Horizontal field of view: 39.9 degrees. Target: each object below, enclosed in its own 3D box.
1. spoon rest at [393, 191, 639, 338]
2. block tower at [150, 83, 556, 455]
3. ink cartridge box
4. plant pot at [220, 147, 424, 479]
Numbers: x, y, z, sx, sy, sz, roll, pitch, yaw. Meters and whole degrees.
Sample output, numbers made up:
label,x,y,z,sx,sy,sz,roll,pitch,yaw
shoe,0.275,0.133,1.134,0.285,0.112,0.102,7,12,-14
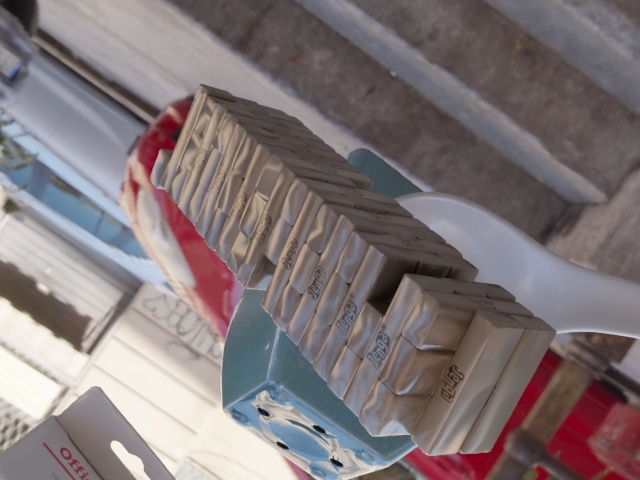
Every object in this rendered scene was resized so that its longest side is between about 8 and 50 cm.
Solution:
label,x,y,z,sx,sy,sz,roll,pitch,yaw
spoon rest,0.148,0.039,0.675,0.276,0.137,0.084,9,171,15
block tower,0.000,0.000,0.604,0.091,0.097,0.335,9,-157,-41
ink cartridge box,-0.320,0.341,0.963,0.207,0.353,0.119,50,-158,1
plant pot,0.032,0.107,0.936,0.247,0.252,0.248,37,147,-8
